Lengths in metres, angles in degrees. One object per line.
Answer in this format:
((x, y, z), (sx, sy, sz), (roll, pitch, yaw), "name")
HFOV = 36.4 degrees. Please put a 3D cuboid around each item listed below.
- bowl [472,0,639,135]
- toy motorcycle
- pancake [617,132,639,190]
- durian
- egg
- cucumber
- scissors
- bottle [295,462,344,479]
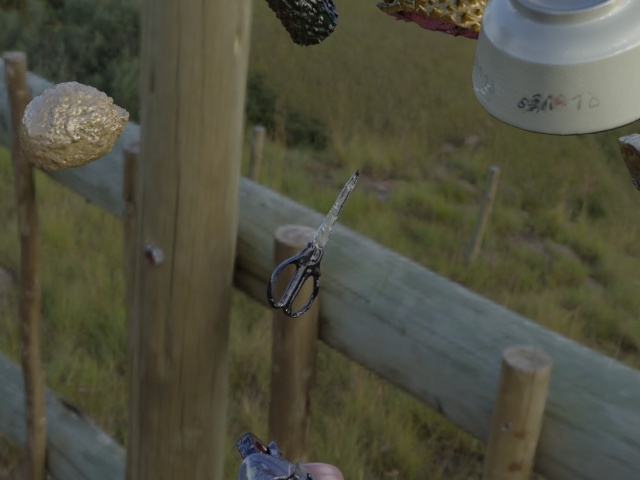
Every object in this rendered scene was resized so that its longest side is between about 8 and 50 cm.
((0.279, -0.234, 1.071), (0.237, 0.126, 0.238), (-9, 45, 9), "bowl")
((-0.014, 0.282, 0.976), (0.215, 0.080, 0.122), (52, 1, 8), "toy motorcycle")
((0.539, -0.014, 1.320), (0.387, 0.082, 0.387), (45, 6, -6), "pancake")
((0.209, -0.409, 1.572), (0.260, 0.187, 0.153), (11, -9, 34), "durian")
((-0.324, -0.146, 1.260), (0.140, 0.116, 0.118), (-36, 50, -27), "egg")
((-0.091, -0.466, 1.540), (0.096, 0.359, 0.096), (-20, 44, 21), "cucumber")
((0.000, 0.000, 1.773), (0.109, 0.300, 0.022), (34, -7, -38), "scissors")
((-0.021, 0.545, 1.618), (0.173, 0.206, 0.297), (40, 25, -53), "bottle")
